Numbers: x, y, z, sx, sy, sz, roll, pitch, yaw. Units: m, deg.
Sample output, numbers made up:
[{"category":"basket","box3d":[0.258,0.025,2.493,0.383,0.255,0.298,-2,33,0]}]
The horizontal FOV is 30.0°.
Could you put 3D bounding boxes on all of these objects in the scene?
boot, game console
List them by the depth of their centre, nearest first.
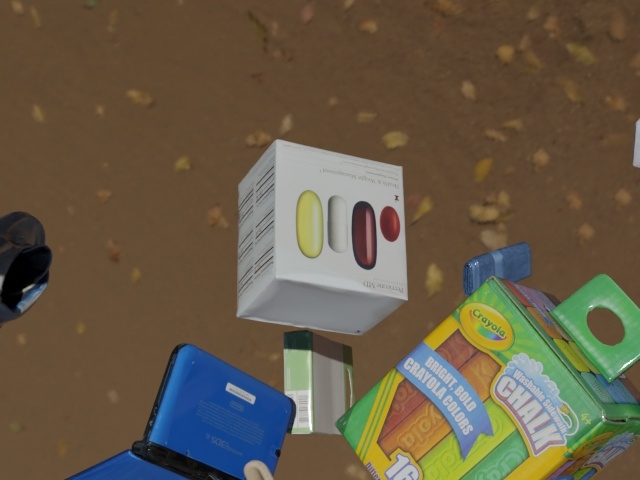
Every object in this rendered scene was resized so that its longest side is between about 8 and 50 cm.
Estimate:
[{"category":"boot","box3d":[-0.373,0.034,1.484,0.123,0.258,0.095,-23,118,26]},{"category":"game console","box3d":[-0.213,0.308,1.812,0.173,0.250,0.293,4,159,36]}]

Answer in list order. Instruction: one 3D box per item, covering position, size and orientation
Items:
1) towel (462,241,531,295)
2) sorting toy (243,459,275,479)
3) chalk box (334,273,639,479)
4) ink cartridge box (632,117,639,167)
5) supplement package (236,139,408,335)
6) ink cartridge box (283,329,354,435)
[{"category":"towel","box3d":[0.280,0.044,1.899,0.029,0.119,0.067,41,141,52]},{"category":"sorting toy","box3d":[0.001,0.338,1.202,0.208,0.038,0.193,46,159,50]},{"category":"chalk box","box3d":[0.198,0.158,1.179,0.289,0.179,0.180,-47,62,17]},{"category":"ink cartridge box","box3d":[0.491,-0.144,1.393,0.185,0.311,0.065,11,118,24]},{"category":"supplement package","box3d":[0.000,0.000,1.623,0.149,0.194,0.203,135,139,-56]},{"category":"ink cartridge box","box3d":[0.000,0.254,2.075,0.056,0.235,0.171,-6,77,17]}]
